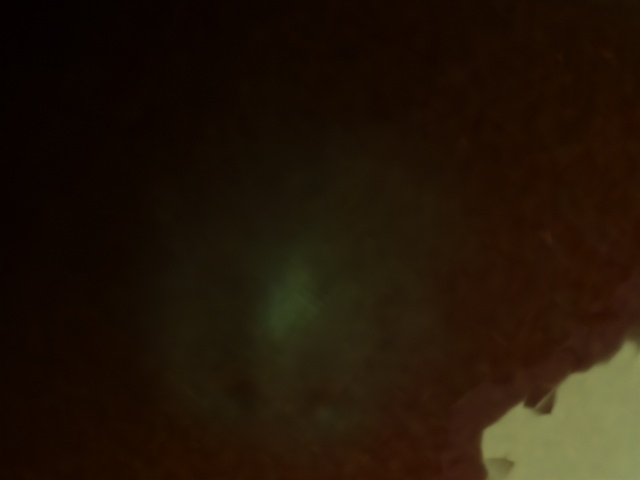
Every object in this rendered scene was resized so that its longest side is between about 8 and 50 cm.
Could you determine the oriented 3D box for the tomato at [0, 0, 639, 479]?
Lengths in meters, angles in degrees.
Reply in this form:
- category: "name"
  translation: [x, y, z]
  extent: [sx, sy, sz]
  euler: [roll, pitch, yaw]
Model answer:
- category: "tomato"
  translation: [-0.001, -0.006, 0.431]
  extent: [0.256, 0.224, 0.256]
  euler: [-57, 171, -15]
